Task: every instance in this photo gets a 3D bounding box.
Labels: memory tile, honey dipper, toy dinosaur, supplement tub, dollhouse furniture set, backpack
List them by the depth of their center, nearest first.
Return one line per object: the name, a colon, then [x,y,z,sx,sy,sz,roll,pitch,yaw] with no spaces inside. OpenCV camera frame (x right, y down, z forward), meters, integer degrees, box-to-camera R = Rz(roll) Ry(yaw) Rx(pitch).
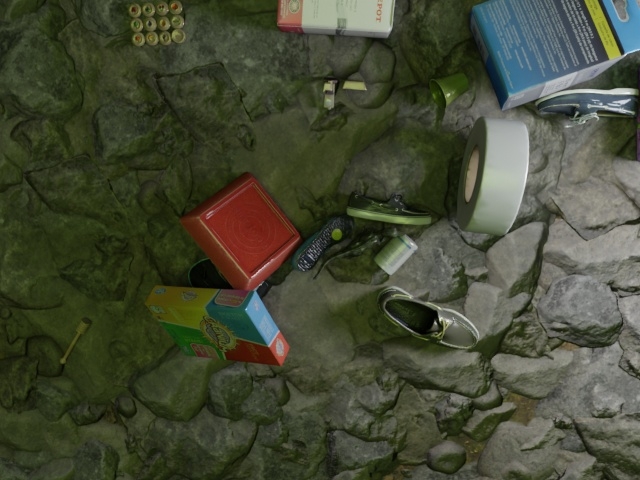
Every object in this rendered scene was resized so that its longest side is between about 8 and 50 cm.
dollhouse furniture set: [0.062,-0.373,1.533,0.114,0.091,0.081,4,116,0]
memory tile: [-0.433,-0.574,1.558,0.148,0.012,0.113,-3,100,4]
toy dinosaur: [0.095,0.018,1.573,0.268,0.118,0.064,-30,97,9]
backpack: [-0.251,0.102,1.582,0.188,0.144,0.166,43,130,-16]
supplement tub: [0.204,0.033,1.593,0.071,0.071,0.107,43,100,-4]
honey dipper: [-0.723,0.297,1.727,0.030,0.030,0.160,34,105,-2]

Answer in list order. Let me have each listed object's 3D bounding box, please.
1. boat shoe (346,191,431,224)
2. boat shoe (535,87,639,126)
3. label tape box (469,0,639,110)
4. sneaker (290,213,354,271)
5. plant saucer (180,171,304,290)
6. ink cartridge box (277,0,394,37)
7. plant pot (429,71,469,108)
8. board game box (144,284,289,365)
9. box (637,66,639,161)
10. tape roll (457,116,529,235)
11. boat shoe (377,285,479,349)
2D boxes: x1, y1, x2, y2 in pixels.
boat shoe: [0.185,-0.091,1.574,0.229,0.080,0.076,9,102,10]
boat shoe: [0.674,-0.334,1.488,0.255,0.095,0.079,-3,89,-5]
label tape box: [0.569,-0.497,1.422,0.348,0.115,0.249,-19,80,5]
sneaker: [0.000,0.000,1.606,0.209,0.082,0.069,-43,109,-10]
plant saucer: [-0.188,-0.028,1.536,0.258,0.048,0.259,52,55,-5]
ink cartridge box: [0.043,-0.620,1.463,0.283,0.117,0.207,5,100,3]
plant pot: [0.335,-0.393,1.510,0.079,0.083,0.083,-29,97,-4]
board game box: [-0.269,0.223,1.548,0.317,0.064,0.242,0,136,27]
box: [0.920,-0.320,1.458,0.214,0.117,0.242,-4,99,4]
tape roll: [0.414,-0.157,1.438,0.100,0.286,0.286,8,101,3]
boat shoe: [0.295,0.224,1.610,0.305,0.091,0.109,26,101,-1]
